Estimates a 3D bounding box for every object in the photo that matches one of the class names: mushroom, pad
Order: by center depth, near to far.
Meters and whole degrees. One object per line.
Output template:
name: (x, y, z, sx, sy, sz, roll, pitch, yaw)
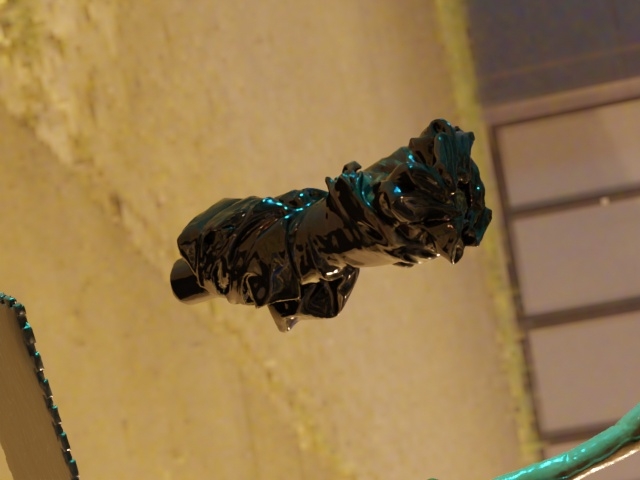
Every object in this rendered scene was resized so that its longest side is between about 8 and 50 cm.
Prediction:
mushroom: (0.173, 0.085, 1.029, 0.043, 0.306, 0.068, 39, -21, 44)
pad: (-0.221, 0.154, 1.378, 0.269, 0.012, 0.270, 9, -62, 68)

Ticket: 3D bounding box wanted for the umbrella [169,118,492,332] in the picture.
umbrella: (0.001, 0.000, 1.335, 0.122, 0.272, 0.110, 19, 57, -50)
